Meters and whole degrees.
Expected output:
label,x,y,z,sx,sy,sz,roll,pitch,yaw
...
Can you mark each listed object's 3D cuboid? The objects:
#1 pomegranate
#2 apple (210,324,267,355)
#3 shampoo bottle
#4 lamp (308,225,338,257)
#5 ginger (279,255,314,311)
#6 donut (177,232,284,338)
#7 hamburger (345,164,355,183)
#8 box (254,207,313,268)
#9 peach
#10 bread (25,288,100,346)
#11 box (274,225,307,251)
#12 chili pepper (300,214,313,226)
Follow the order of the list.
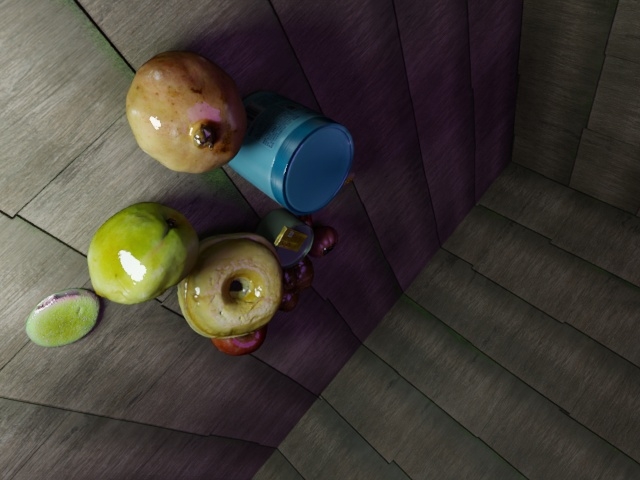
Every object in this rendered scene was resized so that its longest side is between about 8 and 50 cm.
label,x,y,z,sx,sy,sz,roll,pitch,yaw
pomegranate,-0.355,-0.339,1.242,0.338,0.338,0.338,-33,142,-30
apple,-0.362,0.370,1.970,0.260,0.216,0.261,-2,94,-31
shampoo bottle,-0.117,-0.311,1.559,0.331,0.342,0.331,-34,143,-30
lamp,0.000,0.000,2.209,0.182,0.140,0.182,-35,160,-14
ginger,-0.156,0.196,2.150,0.358,0.152,0.274,-60,153,11
donut,-0.338,0.172,1.749,0.448,0.198,0.450,-4,97,-35
hamburger,0.012,-0.282,1.877,0.295,0.227,0.152,-3,98,-48
box,-0.159,-0.007,1.970,0.226,0.149,0.226,-34,143,-30
peach,-0.545,0.037,1.380,0.315,0.282,0.314,-35,-168,20
bread,-0.820,0.254,1.452,0.228,0.033,0.229,-33,140,-32
box,-0.121,-0.005,1.855,0.156,0.022,0.089,18,104,-57
chili pepper,-0.070,-0.125,2.077,0.268,0.059,0.051,81,14,-45
